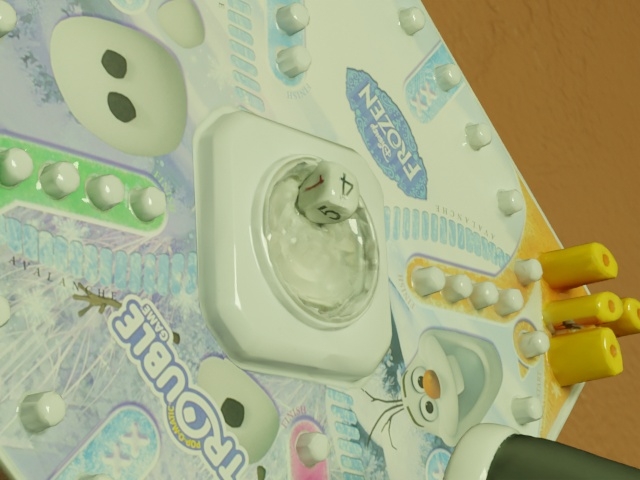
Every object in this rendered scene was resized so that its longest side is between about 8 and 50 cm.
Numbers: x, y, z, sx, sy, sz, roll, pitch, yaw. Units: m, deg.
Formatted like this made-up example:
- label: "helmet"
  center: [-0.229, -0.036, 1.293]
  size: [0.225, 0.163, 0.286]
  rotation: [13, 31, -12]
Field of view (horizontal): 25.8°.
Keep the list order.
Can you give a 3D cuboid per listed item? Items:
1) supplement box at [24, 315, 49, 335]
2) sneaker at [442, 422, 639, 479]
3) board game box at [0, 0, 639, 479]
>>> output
- label: "supplement box"
  center: [-0.142, -0.009, 0.565]
  size: [0.098, 0.036, 0.062]
  rotation: [46, 45, -16]
- label: "sneaker"
  center: [0.116, 0.228, 0.554]
  size: [0.104, 0.147, 0.295]
  rotation: [3, 91, -61]
- label: "board game box"
  center: [0.000, 0.000, 0.648]
  size: [0.390, 0.050, 0.390]
  rotation: [58, 42, -17]
